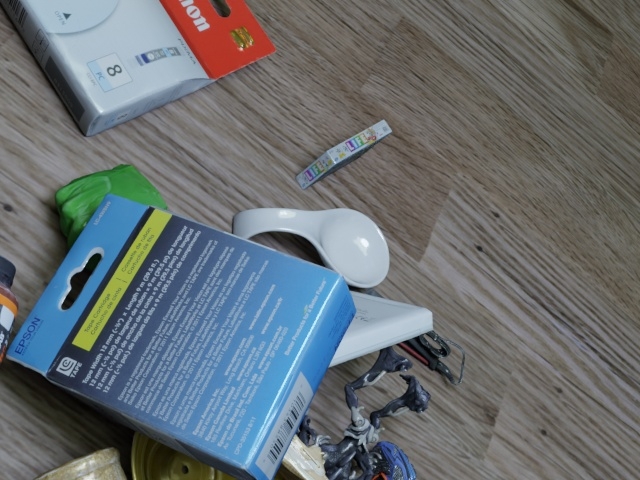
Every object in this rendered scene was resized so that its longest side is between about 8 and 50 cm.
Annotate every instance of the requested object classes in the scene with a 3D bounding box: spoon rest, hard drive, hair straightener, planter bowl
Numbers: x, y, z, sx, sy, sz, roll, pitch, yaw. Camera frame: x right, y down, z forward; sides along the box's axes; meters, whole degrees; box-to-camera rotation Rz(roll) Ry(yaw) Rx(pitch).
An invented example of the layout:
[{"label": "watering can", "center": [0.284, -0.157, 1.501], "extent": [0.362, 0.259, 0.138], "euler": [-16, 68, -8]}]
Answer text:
[{"label": "spoon rest", "center": [0.000, 0.000, 1.413], "extent": [0.276, 0.084, 0.137], "euler": [12, 62, -29]}, {"label": "hard drive", "center": [-0.019, 0.134, 1.265], "extent": [0.307, 0.203, 0.040], "euler": [-14, 105, -38]}, {"label": "hair straightener", "center": [0.154, 0.157, 1.438], "extent": [0.230, 0.089, 0.047], "euler": [42, 49, -11]}, {"label": "planter bowl", "center": [-0.162, 0.294, 1.155], "extent": [0.217, 0.090, 0.217], "euler": [15, 61, -30]}]

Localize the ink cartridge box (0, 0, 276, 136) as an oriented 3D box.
[{"label": "ink cartridge box", "center": [-0.276, -0.372, 1.376], "extent": [0.385, 0.091, 0.308], "euler": [-32, 87, -32]}]

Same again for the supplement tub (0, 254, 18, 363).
[{"label": "supplement tub", "center": [-0.426, 0.111, 1.054], "extent": [0.106, 0.106, 0.198], "euler": [23, 58, -24]}]

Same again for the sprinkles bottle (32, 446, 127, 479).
[{"label": "sprinkles bottle", "center": [-0.230, 0.427, 1.027], "extent": [0.121, 0.121, 0.355], "euler": [-17, 78, -38]}]

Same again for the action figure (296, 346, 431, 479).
[{"label": "action figure", "center": [0.030, 0.281, 1.269], "extent": [0.275, 0.141, 0.164], "euler": [-43, 104, -13]}]

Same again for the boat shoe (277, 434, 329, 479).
[{"label": "boat shoe", "center": [-0.023, 0.289, 1.156], "extent": [0.170, 0.063, 0.059], "euler": [46, 56, -9]}]

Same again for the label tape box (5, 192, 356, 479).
[{"label": "label tape box", "center": [-0.166, 0.112, 1.074], "extent": [0.347, 0.115, 0.249], "euler": [18, 67, 23]}]

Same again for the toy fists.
[{"label": "toy fists", "center": [-0.253, 0.024, 1.218], "extent": [0.279, 0.096, 0.142], "euler": [51, 38, 3]}]

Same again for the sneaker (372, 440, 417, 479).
[{"label": "sneaker", "center": [0.091, 0.401, 1.286], "extent": [0.087, 0.083, 0.221], "euler": [13, 59, -23]}]

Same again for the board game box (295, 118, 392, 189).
[{"label": "board game box", "center": [0.040, -0.146, 1.496], "extent": [0.154, 0.103, 0.026], "euler": [-33, 88, -40]}]
